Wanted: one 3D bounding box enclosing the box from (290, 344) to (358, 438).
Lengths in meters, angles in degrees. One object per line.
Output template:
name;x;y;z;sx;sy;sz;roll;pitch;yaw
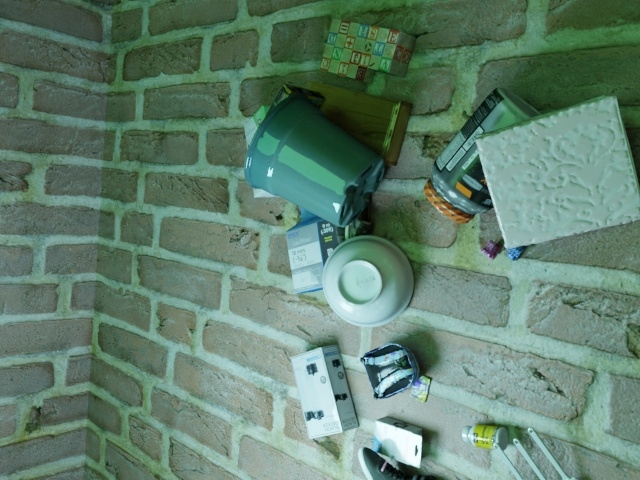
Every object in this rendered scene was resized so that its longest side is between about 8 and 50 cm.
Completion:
box;0.012;0.522;2.113;0.169;0.087;0.289;-25;73;40

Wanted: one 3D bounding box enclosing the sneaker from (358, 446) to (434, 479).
sneaker;0.251;0.724;1.858;0.295;0.104;0.147;49;119;7

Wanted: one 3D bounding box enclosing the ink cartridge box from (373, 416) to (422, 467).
ink cartridge box;0.255;0.628;1.907;0.180;0.060;0.104;6;93;43

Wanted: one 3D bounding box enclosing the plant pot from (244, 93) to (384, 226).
plant pot;-0.004;-0.228;1.913;0.334;0.341;0.341;34;113;18

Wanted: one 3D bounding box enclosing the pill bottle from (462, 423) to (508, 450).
pill bottle;0.461;0.550;1.715;0.116;0.065;0.065;-7;85;43

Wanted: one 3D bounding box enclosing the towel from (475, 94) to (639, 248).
towel;0.575;-0.156;1.480;0.332;0.053;0.316;-15;108;23

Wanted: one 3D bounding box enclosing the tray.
tray;0.101;-0.399;2.047;0.411;0.076;0.202;24;106;39

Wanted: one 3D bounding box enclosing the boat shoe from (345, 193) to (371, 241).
boat shoe;0.131;-0.053;2.013;0.073;0.080;0.223;-11;78;47

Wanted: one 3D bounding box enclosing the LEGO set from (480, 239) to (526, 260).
LEGO set;0.523;-0.024;1.642;0.087;0.093;0.227;44;118;34

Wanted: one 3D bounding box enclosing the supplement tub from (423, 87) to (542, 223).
supplement tub;0.443;-0.219;1.641;0.338;0.207;0.207;-53;57;29

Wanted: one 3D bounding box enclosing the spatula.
spatula;0.572;0.616;1.602;0.242;0.019;0.168;53;128;7

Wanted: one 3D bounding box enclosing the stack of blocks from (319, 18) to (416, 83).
stack of blocks;0.148;-0.608;1.994;0.297;0.087;0.171;27;108;39

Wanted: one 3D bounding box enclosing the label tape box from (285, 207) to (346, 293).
label tape box;0.000;0.000;2.115;0.241;0.106;0.333;-17;79;41

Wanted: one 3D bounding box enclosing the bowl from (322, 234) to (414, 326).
bowl;0.133;0.129;1.894;0.298;0.134;0.297;0;89;16

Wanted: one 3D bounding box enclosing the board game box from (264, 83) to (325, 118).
board game box;-0.085;-0.444;2.054;0.048;0.170;0.141;51;123;29

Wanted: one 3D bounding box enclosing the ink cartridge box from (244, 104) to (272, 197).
ink cartridge box;-0.173;-0.319;2.226;0.211;0.122;0.289;-25;72;61

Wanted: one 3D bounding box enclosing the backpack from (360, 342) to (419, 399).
backpack;0.231;0.394;1.892;0.173;0.117;0.158;-35;67;37

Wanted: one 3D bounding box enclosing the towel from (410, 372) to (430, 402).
towel;0.309;0.456;1.893;0.060;0.009;0.083;22;105;41
